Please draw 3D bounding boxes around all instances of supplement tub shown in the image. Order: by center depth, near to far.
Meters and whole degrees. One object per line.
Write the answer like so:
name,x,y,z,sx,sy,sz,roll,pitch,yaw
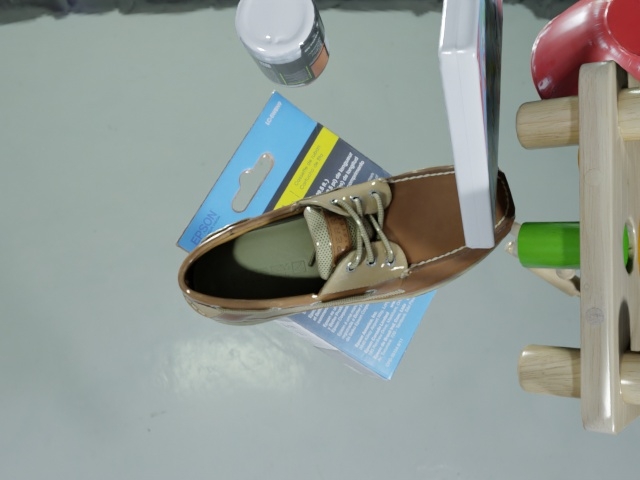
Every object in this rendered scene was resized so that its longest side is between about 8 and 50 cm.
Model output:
supplement tub,-0.049,-0.295,1.070,0.117,0.190,0.116,-1,85,7

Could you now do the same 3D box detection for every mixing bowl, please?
mixing bowl,0.334,-0.208,0.795,0.182,0.098,0.181,1,72,-2

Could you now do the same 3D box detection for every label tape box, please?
label tape box,0.000,0.000,0.976,0.334,0.106,0.240,35,76,-16

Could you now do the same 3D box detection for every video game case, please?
video game case,0.127,-0.167,0.583,0.025,0.204,0.285,0,54,17

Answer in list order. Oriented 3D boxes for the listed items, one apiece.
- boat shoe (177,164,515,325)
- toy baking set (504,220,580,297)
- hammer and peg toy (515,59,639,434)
boat shoe,0.020,0.009,0.674,0.324,0.120,0.122,-19,82,6
toy baking set,0.325,0.034,0.925,0.256,0.197,0.030,31,82,-7
hammer and peg toy,0.256,0.059,0.586,0.128,0.266,0.360,-1,90,35
